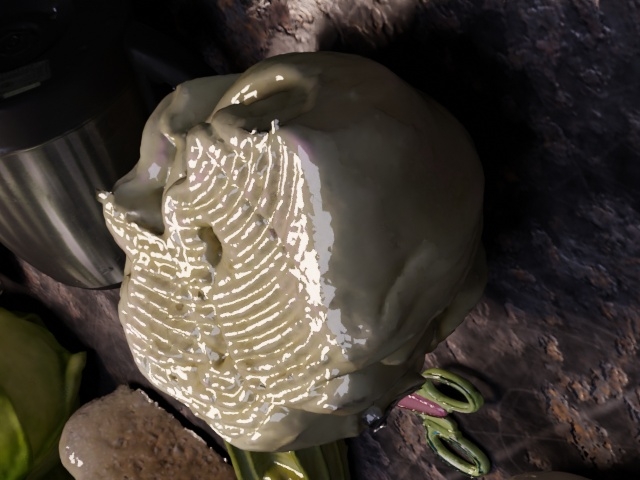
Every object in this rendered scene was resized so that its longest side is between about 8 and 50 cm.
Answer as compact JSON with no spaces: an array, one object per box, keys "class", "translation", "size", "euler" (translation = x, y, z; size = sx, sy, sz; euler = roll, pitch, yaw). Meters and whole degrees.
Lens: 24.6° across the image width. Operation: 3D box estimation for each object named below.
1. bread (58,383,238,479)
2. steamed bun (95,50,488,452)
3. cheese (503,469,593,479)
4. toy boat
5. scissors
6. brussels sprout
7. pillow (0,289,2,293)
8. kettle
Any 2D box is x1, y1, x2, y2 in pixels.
[{"class":"bread","translation":[-0.157,0.308,1.550],"size":[0.337,0.183,0.102],"euler":[37,153,18]},{"class":"steamed bun","translation":[0.000,0.000,1.034],"size":[0.320,0.206,0.275],"euler":[-13,98,54]},{"class":"cheese","translation":[0.185,0.258,1.114],"size":[0.198,0.189,0.154],"euler":[25,108,30]},{"class":"toy boat","translation":[-0.033,0.194,1.381],"size":[0.111,0.084,0.276],"euler":[17,139,35]},{"class":"scissors","translation":[0.063,0.129,1.253],"size":[0.187,0.020,0.133],"euler":[25,145,29]},{"class":"brussels sprout","translation":[-0.390,0.191,1.669],"size":[0.294,0.227,0.259],"euler":[25,140,-9]},{"class":"pillow","translation":[-0.414,-0.044,1.600],"size":[0.128,0.051,0.229],"euler":[24,139,46]},{"class":"kettle","translation":[-0.190,-0.077,1.218],"size":[0.207,0.251,0.271],"euler":[-122,10,-47]}]
